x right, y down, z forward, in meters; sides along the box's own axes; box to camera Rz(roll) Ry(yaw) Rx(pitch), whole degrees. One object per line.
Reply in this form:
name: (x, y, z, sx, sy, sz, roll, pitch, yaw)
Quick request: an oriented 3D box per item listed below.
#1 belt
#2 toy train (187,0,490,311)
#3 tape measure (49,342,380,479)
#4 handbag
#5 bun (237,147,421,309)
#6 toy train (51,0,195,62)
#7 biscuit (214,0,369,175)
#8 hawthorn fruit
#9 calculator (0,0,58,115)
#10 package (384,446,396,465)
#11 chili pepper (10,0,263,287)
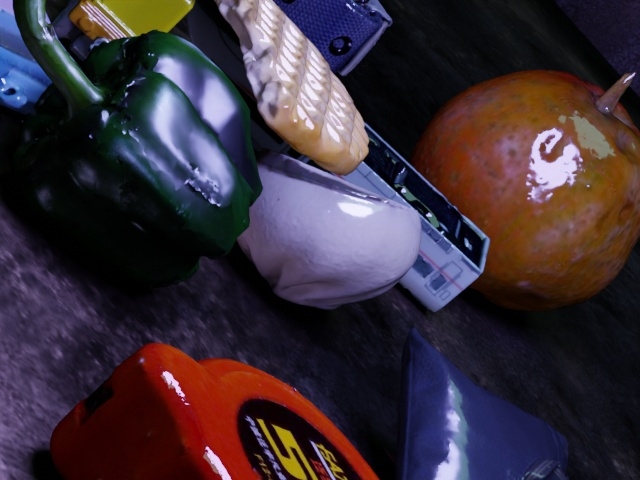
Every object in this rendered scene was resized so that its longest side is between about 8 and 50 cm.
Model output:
belt: (-0.002, -0.311, 2.192, 0.139, 0.126, 0.230, 27, 26, -40)
toy train: (-0.002, -0.095, 1.821, 0.407, 0.088, 0.086, 43, 26, -10)
tape measure: (-0.041, 0.194, 1.145, 0.260, 0.114, 0.253, 24, 29, -55)
handbag: (0.138, 0.220, 1.466, 0.211, 0.088, 0.254, 37, 40, -29)
bun: (0.000, 0.000, 1.592, 0.173, 0.120, 0.173, 20, 1, 0)
toy train: (-0.171, -0.218, 1.652, 0.089, 0.127, 0.219, 44, 18, -15)
biscuit: (-0.031, -0.166, 1.680, 0.204, 0.040, 0.309, 38, 18, -44)
hawthorn fruit: (0.251, -0.073, 2.000, 0.277, 0.298, 0.277, 40, 17, -15)
calculator: (-0.297, -0.210, 1.490, 0.173, 0.051, 0.293, 26, 28, -49)
package: (0.093, 0.207, 1.524, 0.083, 0.029, 0.059, 25, 24, -29)
chili pepper: (-0.159, -0.088, 1.375, 0.261, 0.165, 0.174, 44, 37, -18)
